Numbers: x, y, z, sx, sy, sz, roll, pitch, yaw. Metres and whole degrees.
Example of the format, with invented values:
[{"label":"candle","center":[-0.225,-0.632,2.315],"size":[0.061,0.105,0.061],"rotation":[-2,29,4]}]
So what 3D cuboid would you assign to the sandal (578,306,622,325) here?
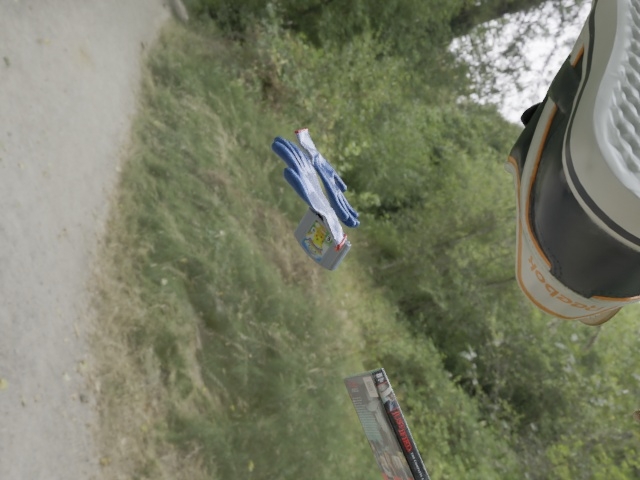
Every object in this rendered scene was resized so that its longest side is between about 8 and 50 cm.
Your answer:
[{"label":"sandal","center":[0.266,-0.046,0.618],"size":[0.079,0.240,0.088],"rotation":[25,1,-30]}]

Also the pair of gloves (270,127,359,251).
[{"label":"pair of gloves","center":[-0.002,-0.072,0.869],"size":[0.159,0.023,0.198],"rotation":[60,16,-8]}]

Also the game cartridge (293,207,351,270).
[{"label":"game cartridge","center":[0.000,0.000,0.917],"size":[0.083,0.017,0.056],"rotation":[45,-57,24]}]

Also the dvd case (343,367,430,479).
[{"label":"dvd case","center":[0.055,0.158,0.515],"size":[0.119,0.013,0.087],"rotation":[66,-17,9]}]

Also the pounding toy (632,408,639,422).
[{"label":"pounding toy","center":[0.407,0.144,0.661],"size":[0.206,0.181,0.094],"rotation":[26,17,-49]}]

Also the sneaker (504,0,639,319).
[{"label":"sneaker","center":[0.203,-0.084,0.435],"size":[0.126,0.321,0.127],"rotation":[34,-37,8]}]
